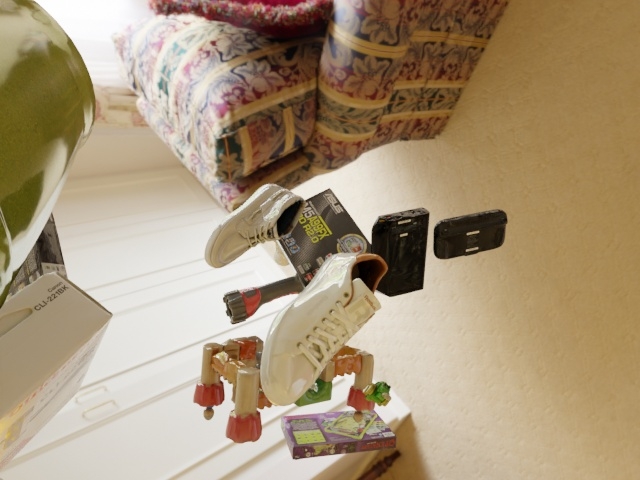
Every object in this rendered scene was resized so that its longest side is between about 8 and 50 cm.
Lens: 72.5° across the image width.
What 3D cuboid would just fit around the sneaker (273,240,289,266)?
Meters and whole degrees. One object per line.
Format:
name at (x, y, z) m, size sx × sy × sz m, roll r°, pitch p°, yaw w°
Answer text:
sneaker at (-0.136, -0.016, 1.446) m, size 0.292 × 0.169 × 0.108 m, roll -49°, pitch 39°, yaw 46°

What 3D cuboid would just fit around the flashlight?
flashlight at (-0.146, 0.172, 1.368) m, size 0.103 × 0.303 × 0.103 m, roll 1°, pitch 104°, yaw 64°

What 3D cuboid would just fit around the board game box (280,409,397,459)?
board game box at (0.054, 0.640, 1.463) m, size 0.208 × 0.346 × 0.056 m, roll -149°, pitch 61°, yaw -73°

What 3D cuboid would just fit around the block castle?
block castle at (-0.095, 0.402, 1.210) m, size 0.303 × 0.452 × 0.213 m, roll 8°, pitch 94°, yaw 52°

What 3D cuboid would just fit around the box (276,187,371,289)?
box at (0.000, 0.000, 1.234) m, size 0.270 × 0.216 × 0.060 m, roll 58°, pitch 170°, yaw 31°

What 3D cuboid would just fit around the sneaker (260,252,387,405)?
sneaker at (0.015, 0.118, 0.672) m, size 0.123 × 0.290 × 0.106 m, roll -11°, pitch 126°, yaw 44°

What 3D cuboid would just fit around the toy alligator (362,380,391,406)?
toy alligator at (0.150, 0.367, 1.067) m, size 0.056 × 0.051 × 0.190 m, roll 38°, pitch 157°, yaw 6°

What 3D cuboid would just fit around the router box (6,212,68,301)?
router box at (-0.510, 0.050, 0.763) m, size 0.133 × 0.046 × 0.179 m, roll -33°, pitch 67°, yaw 18°

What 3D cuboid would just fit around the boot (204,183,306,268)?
boot at (-0.146, -0.026, 1.008) m, size 0.123 × 0.258 × 0.095 m, roll 22°, pitch 156°, yaw 39°

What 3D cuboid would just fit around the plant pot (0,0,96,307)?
plant pot at (-0.406, -0.101, 0.411) m, size 0.353 × 0.366 × 0.367 m, roll -85°, pitch 11°, yaw -53°

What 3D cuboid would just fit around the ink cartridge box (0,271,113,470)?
ink cartridge box at (-0.442, 0.204, 0.637) m, size 0.114 × 0.197 × 0.273 m, roll 37°, pitch 126°, yaw -3°

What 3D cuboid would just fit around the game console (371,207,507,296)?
game console at (0.290, 0.014, 1.054) m, size 0.044 × 0.360 × 0.213 m, roll -122°, pitch 25°, yaw -56°

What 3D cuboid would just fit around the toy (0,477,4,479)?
toy at (-0.732, 0.539, 0.885) m, size 0.237 × 0.137 × 0.056 m, roll 51°, pitch 155°, yaw -25°
